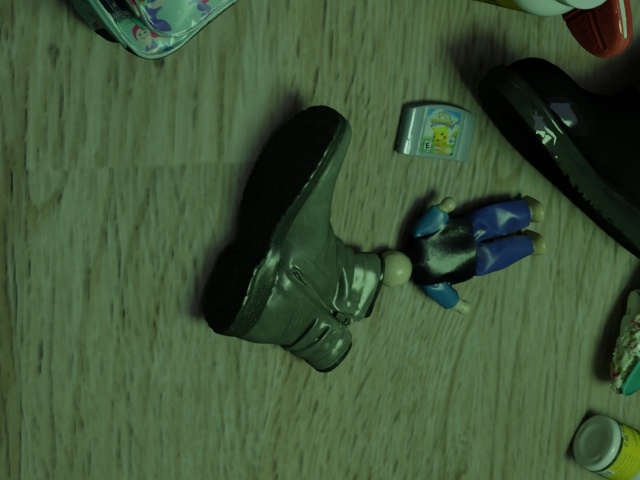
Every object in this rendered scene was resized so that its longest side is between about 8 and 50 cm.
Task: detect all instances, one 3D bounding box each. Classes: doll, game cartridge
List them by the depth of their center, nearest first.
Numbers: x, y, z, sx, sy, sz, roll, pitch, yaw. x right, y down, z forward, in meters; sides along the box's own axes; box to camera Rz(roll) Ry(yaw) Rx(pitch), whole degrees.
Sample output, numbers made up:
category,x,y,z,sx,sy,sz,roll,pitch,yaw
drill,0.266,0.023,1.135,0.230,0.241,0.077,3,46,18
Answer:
category,x,y,z,sx,sy,sz,roll,pitch,yaw
game cartridge,0.117,-0.109,1.577,0.083,0.017,0.056,4,99,-30
doll,0.142,0.013,1.611,0.189,0.046,0.129,-14,111,-25

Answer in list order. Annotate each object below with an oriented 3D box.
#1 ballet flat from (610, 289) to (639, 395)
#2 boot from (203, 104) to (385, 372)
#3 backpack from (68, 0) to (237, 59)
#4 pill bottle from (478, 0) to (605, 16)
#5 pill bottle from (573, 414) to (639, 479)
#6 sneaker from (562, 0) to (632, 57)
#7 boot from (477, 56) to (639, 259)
category,x,y,z,sx,sy,sz,roll,pitch,yaw
ballet flat,0.386,0.062,1.736,0.241,0.077,0.091,-52,148,14
boot,0.000,0.000,1.521,0.161,0.083,0.246,18,102,-39
backpack,-0.140,-0.297,1.286,0.225,0.191,0.253,-40,115,-12
pill bottle,0.194,-0.264,1.471,0.103,0.184,0.103,-9,109,-27
pill bottle,0.345,0.243,1.783,0.116,0.065,0.065,27,92,-33
sneaker,0.290,-0.288,1.540,0.128,0.087,0.221,-10,83,-31
boot,0.331,-0.151,1.610,0.260,0.131,0.348,-51,133,2
